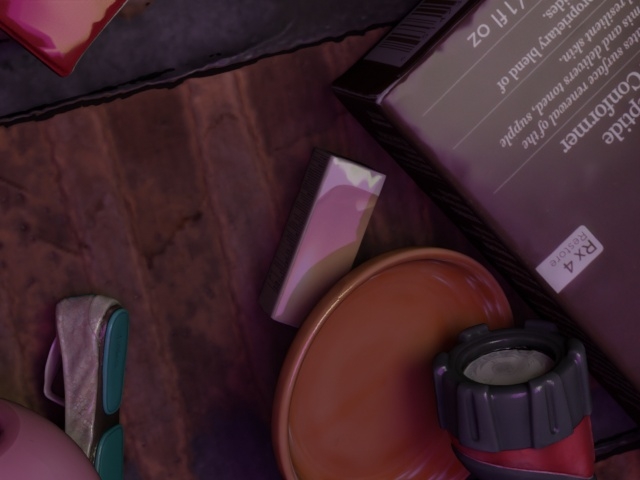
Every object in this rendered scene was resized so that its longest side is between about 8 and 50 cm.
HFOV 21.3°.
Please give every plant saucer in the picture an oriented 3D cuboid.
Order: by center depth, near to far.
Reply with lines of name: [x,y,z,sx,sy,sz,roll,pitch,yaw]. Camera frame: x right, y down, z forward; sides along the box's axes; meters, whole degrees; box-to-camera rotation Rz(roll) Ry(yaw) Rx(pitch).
plant saucer: [0.046,0.096,1.129,0.200,0.037,0.200,-15,116,-33]

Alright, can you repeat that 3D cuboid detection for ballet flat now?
ballet flat: [-0.157,0.117,1.124,0.052,0.057,0.168,6,94,16]

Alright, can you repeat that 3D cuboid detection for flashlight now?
flashlight: [0.144,0.207,1.145,0.103,0.103,0.304,6,118,31]

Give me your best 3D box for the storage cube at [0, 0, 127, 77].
storage cube: [-0.176,-0.229,0.981,0.193,0.215,0.184,39,89,-20]

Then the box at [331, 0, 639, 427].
box: [0.207,-0.025,1.126,0.191,0.143,0.381,-45,106,-2]

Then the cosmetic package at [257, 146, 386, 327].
cosmetic package: [0.000,0.000,1.127,0.041,0.060,0.115,19,96,-14]

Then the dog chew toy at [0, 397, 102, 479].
dog chew toy: [-0.221,0.265,1.055,0.206,0.206,0.332,-8,114,-10]
